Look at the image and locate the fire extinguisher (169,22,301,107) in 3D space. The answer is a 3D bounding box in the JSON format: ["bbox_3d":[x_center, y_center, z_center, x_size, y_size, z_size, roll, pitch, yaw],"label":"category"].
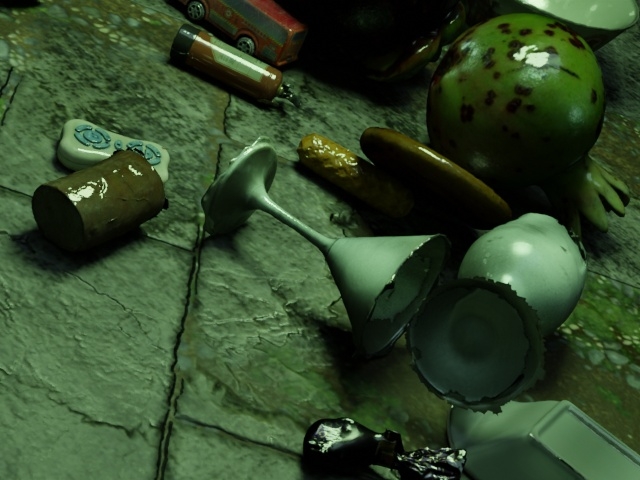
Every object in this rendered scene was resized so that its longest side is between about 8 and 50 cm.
[{"bbox_3d":[-0.102,-0.213,1.734,0.177,0.050,0.062,26,13,0],"label":"fire extinguisher"}]

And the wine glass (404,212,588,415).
[{"bbox_3d":[0.198,0.064,1.454,0.143,0.143,0.321,32,22,9],"label":"wine glass"}]

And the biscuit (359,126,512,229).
[{"bbox_3d":[0.135,-0.070,1.621,0.212,0.036,0.212,32,-3,2],"label":"biscuit"}]

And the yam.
[{"bbox_3d":[-0.220,-0.038,1.375,0.084,0.084,0.127,37,37,16],"label":"yam"}]

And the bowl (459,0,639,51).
[{"bbox_3d":[0.311,-0.362,2.148,0.337,0.157,0.337,18,33,-12],"label":"bowl"}]

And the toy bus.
[{"bbox_3d":[-0.108,-0.306,1.839,0.192,0.077,0.065,37,30,13],"label":"toy bus"}]

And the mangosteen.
[{"bbox_3d":[0.078,-0.384,1.870,0.311,0.311,0.311,19,33,-13],"label":"mangosteen"}]

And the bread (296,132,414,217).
[{"bbox_3d":[0.041,-0.077,1.644,0.157,0.044,0.052,31,-5,9],"label":"bread"}]

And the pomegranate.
[{"bbox_3d":[0.281,-0.147,1.747,0.306,0.242,0.242,38,33,8],"label":"pomegranate"}]

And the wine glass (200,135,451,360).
[{"bbox_3d":[0.000,0.000,1.423,0.232,0.156,0.156,34,32,21],"label":"wine glass"}]

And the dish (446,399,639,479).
[{"bbox_3d":[0.235,0.215,1.352,0.234,0.064,0.154,37,34,18],"label":"dish"}]

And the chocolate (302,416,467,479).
[{"bbox_3d":[0.059,0.194,1.258,0.147,0.070,0.072,25,4,-4],"label":"chocolate"}]

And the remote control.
[{"bbox_3d":[-0.222,-0.092,1.490,0.122,0.032,0.074,17,33,-16],"label":"remote control"}]
